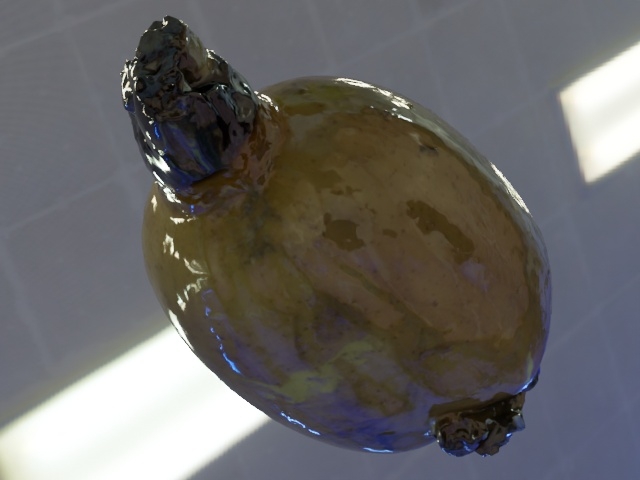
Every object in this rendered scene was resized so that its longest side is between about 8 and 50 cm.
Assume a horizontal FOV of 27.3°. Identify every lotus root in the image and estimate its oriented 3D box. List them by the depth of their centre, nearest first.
[{"bbox_3d":[0.000,0.000,0.680,0.310,0.182,0.183,39,-117,-40],"label":"lotus root"}]
